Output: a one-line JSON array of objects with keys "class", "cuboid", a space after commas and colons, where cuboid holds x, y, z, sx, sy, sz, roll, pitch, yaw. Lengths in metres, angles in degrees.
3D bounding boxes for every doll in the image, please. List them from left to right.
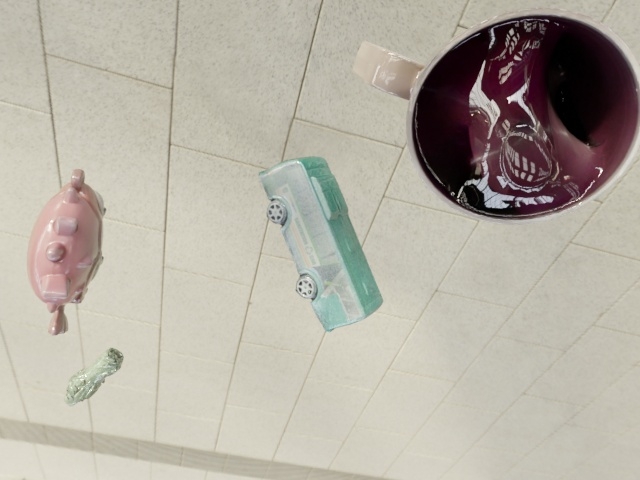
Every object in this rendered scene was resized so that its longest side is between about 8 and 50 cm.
[{"class": "doll", "cuboid": [-0.383, 0.021, 0.617, 0.093, 0.211, 0.262, 9, 97, -22]}]

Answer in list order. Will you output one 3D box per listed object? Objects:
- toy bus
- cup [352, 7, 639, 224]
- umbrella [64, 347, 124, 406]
[{"class": "toy bus", "cuboid": [0.000, 0.000, 0.611, 0.109, 0.091, 0.262, -23, 90, 35]}, {"class": "cup", "cuboid": [0.187, -0.161, 0.518, 0.287, 0.273, 0.209, -3, 114, 12]}, {"class": "umbrella", "cuboid": [-0.458, 0.277, 0.819, 0.143, 0.067, 0.062, -44, 132, -1]}]
